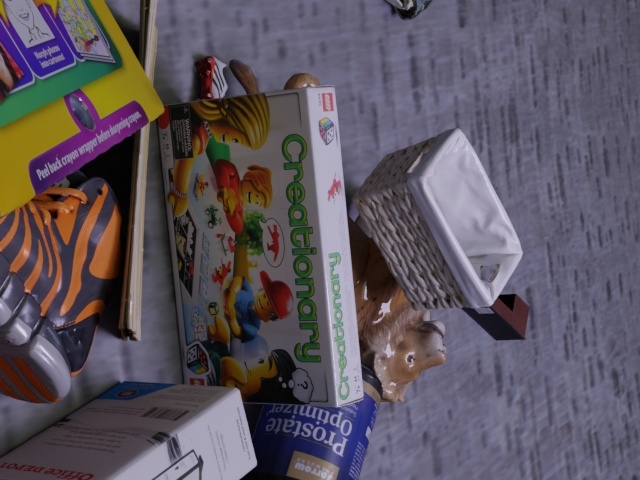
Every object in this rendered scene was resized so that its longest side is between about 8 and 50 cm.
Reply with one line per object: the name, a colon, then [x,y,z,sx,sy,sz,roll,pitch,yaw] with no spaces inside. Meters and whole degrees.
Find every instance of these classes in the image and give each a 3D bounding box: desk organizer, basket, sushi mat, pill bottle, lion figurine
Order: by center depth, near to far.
sushi mat: [-0.168,-0.067,1.283,0.151,0.019,0.316,132,-38,-81]
pill bottle: [-0.018,0.236,1.460,0.123,0.123,0.219,45,53,-43]
basket: [0.124,-0.016,1.466,0.167,0.103,0.113,60,41,-19]
lion figurine: [0.000,0.000,1.517,0.392,0.142,0.240,37,66,-30]
desk organizer: [0.236,0.087,1.879,0.130,0.047,0.050,41,54,-45]

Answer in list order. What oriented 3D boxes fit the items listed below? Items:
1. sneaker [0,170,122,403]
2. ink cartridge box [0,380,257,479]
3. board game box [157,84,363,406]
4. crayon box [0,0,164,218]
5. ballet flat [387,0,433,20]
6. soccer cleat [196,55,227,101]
sneaker: [-0.276,-0.023,1.147,0.321,0.125,0.180,66,36,-43]
ink cartridge box: [-0.178,0.205,1.222,0.203,0.148,0.085,-32,115,-49]
board game box: [-0.061,0.008,1.356,0.053,0.193,0.305,-11,96,-54]
crayon box: [-0.276,-0.173,0.981,0.313,0.106,0.363,60,16,-9]
ballet flat: [0.081,-0.345,1.686,0.188,0.070,0.070,51,49,-34]
soccer cleat: [-0.112,-0.151,1.436,0.036,0.029,0.083,12,74,-49]
